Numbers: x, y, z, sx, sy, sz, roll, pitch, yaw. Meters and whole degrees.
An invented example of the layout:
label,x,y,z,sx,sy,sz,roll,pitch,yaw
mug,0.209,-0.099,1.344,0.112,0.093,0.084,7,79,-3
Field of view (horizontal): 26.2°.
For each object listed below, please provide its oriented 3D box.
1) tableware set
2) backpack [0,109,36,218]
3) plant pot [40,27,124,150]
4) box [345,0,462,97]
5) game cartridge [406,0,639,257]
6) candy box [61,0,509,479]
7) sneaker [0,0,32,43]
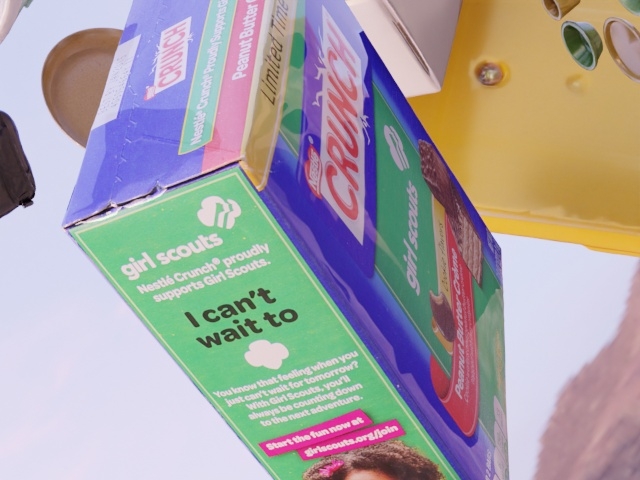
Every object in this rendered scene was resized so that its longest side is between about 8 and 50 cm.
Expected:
label,x,y,z,sx,sy,sz,roll,pitch,yaw
tableware set,0.183,-0.137,0.854,0.024,0.154,0.104,-32,-65,-11
backpack,-0.337,-0.075,1.302,0.105,0.084,0.114,-34,-46,-32
plant pot,-0.297,-0.208,2.018,0.236,0.236,0.032,-36,-8,-37
box,0.045,-0.268,1.153,0.121,0.148,0.311,50,-134,-43
game cartridge,0.226,-0.124,1.210,0.052,0.324,0.285,78,-155,-61
candy box,0.000,0.000,0.845,0.122,0.268,0.317,-22,-55,22
sneaker,-0.305,-0.301,1.477,0.151,0.094,0.256,-25,-27,-56
